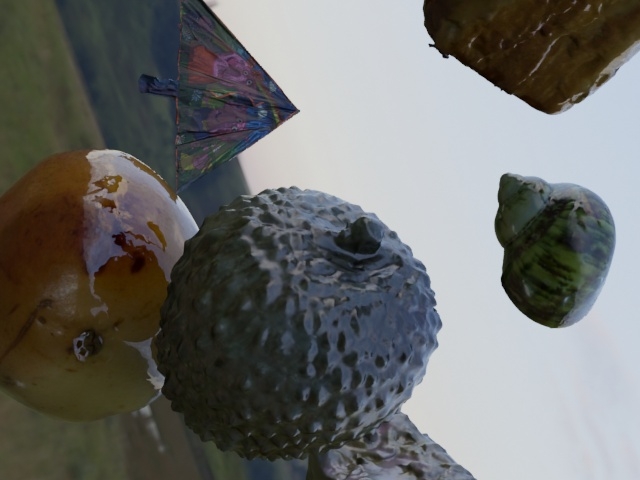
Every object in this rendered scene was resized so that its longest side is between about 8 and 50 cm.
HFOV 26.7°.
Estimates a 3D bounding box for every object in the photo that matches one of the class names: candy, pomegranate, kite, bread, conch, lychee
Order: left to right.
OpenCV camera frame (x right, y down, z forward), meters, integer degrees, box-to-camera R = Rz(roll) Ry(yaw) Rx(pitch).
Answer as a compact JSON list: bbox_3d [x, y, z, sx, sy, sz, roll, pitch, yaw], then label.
[{"bbox_3d":[-0.259,0.049,1.514,0.319,0.319,0.319,160,-90,-87],"label":"pomegranate"},{"bbox_3d":[-0.131,-0.202,1.805,0.016,0.233,0.321,143,-49,-59],"label":"kite"},{"bbox_3d":[-0.024,0.080,1.258,0.274,0.255,0.255,-61,-147,30],"label":"lychee"},{"bbox_3d":[0.070,0.292,1.416,0.185,0.137,0.195,37,-46,52],"label":"candy"},{"bbox_3d":[0.295,-0.001,1.744,0.181,0.187,0.124,32,-32,23],"label":"conch"},{"bbox_3d":[0.239,-0.265,1.113,0.195,0.344,0.149,31,46,-18],"label":"bread"}]

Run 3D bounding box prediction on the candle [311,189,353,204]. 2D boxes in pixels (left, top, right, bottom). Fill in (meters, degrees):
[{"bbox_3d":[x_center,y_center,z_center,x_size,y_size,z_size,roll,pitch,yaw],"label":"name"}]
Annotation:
[{"bbox_3d":[0.000,0.000,1.937,0.068,0.192,0.168,34,-33,32],"label":"candle"}]
